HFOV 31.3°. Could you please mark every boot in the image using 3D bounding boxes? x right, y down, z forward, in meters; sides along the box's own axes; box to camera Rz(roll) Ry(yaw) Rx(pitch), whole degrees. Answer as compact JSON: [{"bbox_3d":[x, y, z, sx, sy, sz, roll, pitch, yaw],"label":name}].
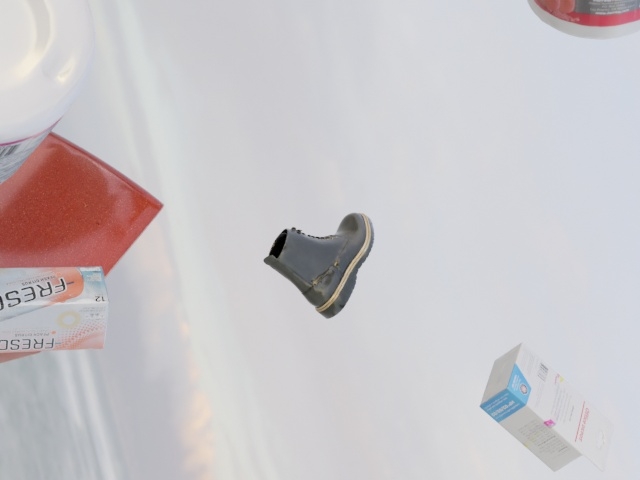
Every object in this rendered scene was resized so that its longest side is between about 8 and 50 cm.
[{"bbox_3d":[0.000,0.000,1.687,0.137,0.077,0.198,40,41,-20],"label":"boot"}]

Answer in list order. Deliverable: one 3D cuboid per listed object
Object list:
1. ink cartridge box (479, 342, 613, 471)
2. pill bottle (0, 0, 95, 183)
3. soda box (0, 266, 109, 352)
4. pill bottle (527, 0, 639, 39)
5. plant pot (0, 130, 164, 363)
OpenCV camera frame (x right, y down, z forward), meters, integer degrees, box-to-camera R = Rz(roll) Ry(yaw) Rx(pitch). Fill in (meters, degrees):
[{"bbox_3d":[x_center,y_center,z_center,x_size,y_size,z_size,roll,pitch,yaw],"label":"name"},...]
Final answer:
[{"bbox_3d":[0.313,0.241,1.574,0.181,0.104,0.061,41,-51,-7],"label":"ink cartridge box"},{"bbox_3d":[-0.287,-0.121,0.891,0.283,0.160,0.160,-22,-97,62],"label":"pill bottle"},{"bbox_3d":[-0.294,0.066,1.077,0.058,0.183,0.063,-115,-149,-48],"label":"soda box"},{"bbox_3d":[0.326,-0.400,1.292,0.318,0.176,0.176,82,-13,-51],"label":"pill bottle"},{"bbox_3d":[-0.419,-0.014,1.517,0.236,0.267,0.267,47,-33,-18],"label":"plant pot"}]
